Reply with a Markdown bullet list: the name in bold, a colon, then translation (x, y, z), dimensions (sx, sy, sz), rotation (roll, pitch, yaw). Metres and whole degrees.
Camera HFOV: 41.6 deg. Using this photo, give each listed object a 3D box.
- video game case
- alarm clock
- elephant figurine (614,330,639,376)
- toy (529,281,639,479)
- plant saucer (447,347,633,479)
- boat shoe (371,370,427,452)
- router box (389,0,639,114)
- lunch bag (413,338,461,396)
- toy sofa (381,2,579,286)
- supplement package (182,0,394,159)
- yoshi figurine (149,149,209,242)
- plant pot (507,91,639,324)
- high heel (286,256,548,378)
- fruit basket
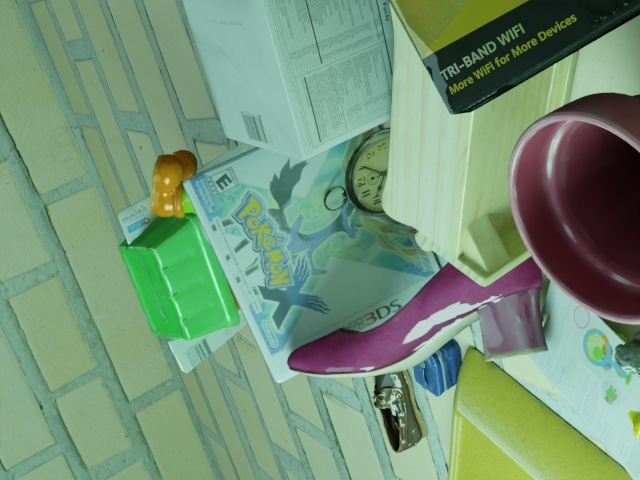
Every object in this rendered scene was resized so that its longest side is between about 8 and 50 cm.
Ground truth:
- **video game case**: translation (0.000, 0.000, 1.249), dimensions (0.329, 0.300, 0.036), rotation (66, 169, -7)
- **alarm clock**: translation (0.085, -0.082, 1.181), dimensions (0.192, 0.064, 0.129), rotation (-18, 64, 28)
- **elephant figurine**: translation (0.395, 0.129, 0.698), dimensions (0.186, 0.239, 0.169), rotation (24, 135, 53)
- **toy**: translation (0.347, 0.158, 1.013), dimensions (0.237, 0.056, 0.137), rotation (-120, 32, -50)
- **plant saucer**: translation (0.308, 0.382, 1.300), dimensions (0.333, 0.081, 0.333), rotation (40, 146, 39)
- **boat shoe**: translation (0.133, 0.292, 1.549), dimensions (0.073, 0.073, 0.207), rotation (0, 113, 63)
- **router box**: translation (0.186, -0.281, 0.671), dimensions (0.309, 0.081, 0.243), rotation (-30, 88, 24)
- **lunch bag**: translation (0.185, 0.204, 1.370), dimensions (0.067, 0.065, 0.098), rotation (29, 139, 50)
- **toy sofa**: translation (0.183, -0.145, 0.930), dimensions (0.177, 0.150, 0.362), rotation (38, 146, 36)
- **supplement package**: translation (0.011, -0.249, 1.022), dimensions (0.199, 0.262, 0.198), rotation (23, 135, 53)
- **yoshi figurine**: translation (-0.078, -0.090, 1.362), dimensions (0.362, 0.204, 0.203), rotation (12, 150, 2)
- **plant pot**: translation (0.304, -0.052, 0.761), dimensions (0.201, 0.180, 0.201), rotation (44, 149, 35)
- **high heel**: translation (0.117, 0.086, 1.150), dimensions (0.377, 0.127, 0.181), rotation (-11, 81, 21)
- **fruit basket**: translation (-0.200, 0.020, 1.589), dimensions (0.165, 0.353, 0.327), rotation (-1, 117, 35)
